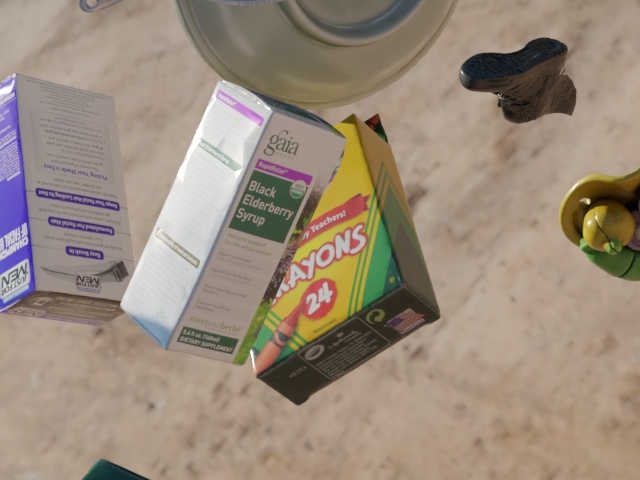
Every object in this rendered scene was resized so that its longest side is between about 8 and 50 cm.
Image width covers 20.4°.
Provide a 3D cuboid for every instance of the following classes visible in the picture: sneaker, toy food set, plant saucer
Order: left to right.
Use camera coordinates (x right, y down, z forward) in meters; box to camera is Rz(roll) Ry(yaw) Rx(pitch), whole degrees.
[{"bbox_3d":[0.025,-0.334,2.015,0.400,0.400,0.100,-50,34,-6],"label":"plant saucer"},{"bbox_3d":[0.200,-0.151,1.800,0.170,0.089,0.051,-21,46,-37],"label":"sneaker"},{"bbox_3d":[0.324,0.003,1.652,0.128,0.218,0.071,-47,38,34],"label":"toy food set"}]

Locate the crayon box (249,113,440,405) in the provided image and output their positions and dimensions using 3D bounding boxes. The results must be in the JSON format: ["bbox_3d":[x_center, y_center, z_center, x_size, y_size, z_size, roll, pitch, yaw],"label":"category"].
[{"bbox_3d":[0.000,0.000,1.990,0.202,0.081,0.318,-34,44,20],"label":"crayon box"}]

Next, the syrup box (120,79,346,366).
[{"bbox_3d":[-0.080,-0.016,1.618,0.096,0.093,0.237,37,105,47],"label":"syrup box"}]

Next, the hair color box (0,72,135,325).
[{"bbox_3d":[-0.382,-0.056,2.596,0.110,0.185,0.339,-29,62,40],"label":"hair color box"}]

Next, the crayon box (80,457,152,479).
[{"bbox_3d":[-0.208,0.401,1.338,0.106,0.363,0.313,20,41,19],"label":"crayon box"}]

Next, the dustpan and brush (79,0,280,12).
[{"bbox_3d":[-0.101,-0.237,1.443,0.211,0.147,0.060,-21,20,22],"label":"dustpan and brush"}]
